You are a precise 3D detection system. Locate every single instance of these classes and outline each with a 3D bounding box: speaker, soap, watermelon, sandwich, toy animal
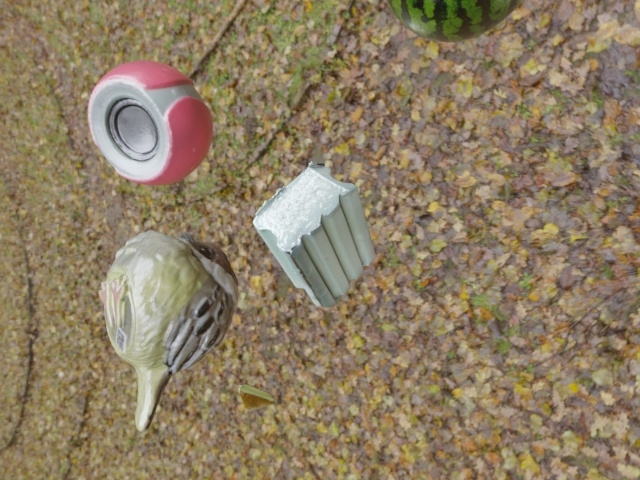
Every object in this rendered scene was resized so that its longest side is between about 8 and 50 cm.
[{"bbox_3d":[-0.402,-0.274,1.126,0.295,0.294,0.293,2,93,42],"label":"speaker"},{"bbox_3d":[0.000,0.000,0.756,0.094,0.261,0.150,35,75,27],"label":"soap"},{"bbox_3d":[0.256,-0.525,0.866,0.285,0.285,0.284,2,93,42],"label":"watermelon"},{"bbox_3d":[-0.137,0.323,0.945,0.044,0.083,0.031,-53,21,21],"label":"sandwich"},{"bbox_3d":[-0.104,0.060,0.343,0.098,0.098,0.137,-13,83,41],"label":"toy animal"}]
